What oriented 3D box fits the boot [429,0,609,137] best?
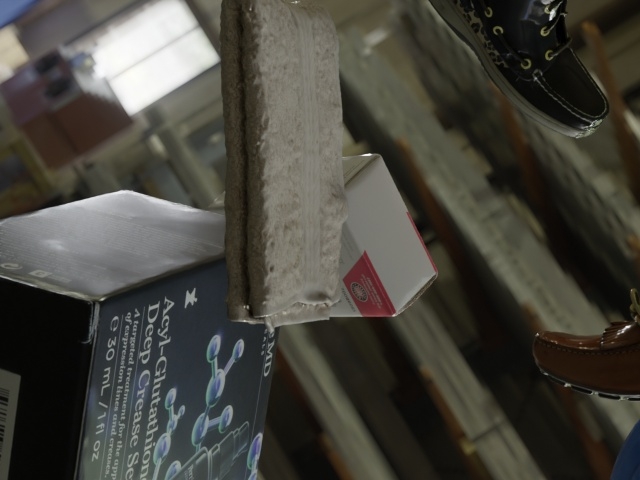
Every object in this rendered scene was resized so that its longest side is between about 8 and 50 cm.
[{"bbox_3d":[0.223,-0.221,1.575,0.236,0.085,0.178,46,-46,-5],"label":"boot"}]

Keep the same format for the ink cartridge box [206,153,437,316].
[{"bbox_3d":[0.000,0.000,2.405,0.283,0.117,0.207,-4,-59,48],"label":"ink cartridge box"}]

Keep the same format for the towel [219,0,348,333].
[{"bbox_3d":[-0.029,-0.068,1.411,0.187,0.049,0.282,-5,93,-70],"label":"towel"}]

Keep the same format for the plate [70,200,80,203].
[{"bbox_3d":[-0.287,0.044,2.080,0.024,0.188,0.188,24,-32,60],"label":"plate"}]

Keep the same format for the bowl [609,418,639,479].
[{"bbox_3d":[0.498,0.310,1.772,0.391,0.391,0.077,59,16,-12],"label":"bowl"}]

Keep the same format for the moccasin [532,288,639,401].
[{"bbox_3d":[0.442,0.126,2.088,0.139,0.380,0.147,-12,98,-51],"label":"moccasin"}]

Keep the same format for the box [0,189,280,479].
[{"bbox_3d":[-0.214,0.136,1.567,0.395,0.212,0.294,-22,124,-65],"label":"box"}]
